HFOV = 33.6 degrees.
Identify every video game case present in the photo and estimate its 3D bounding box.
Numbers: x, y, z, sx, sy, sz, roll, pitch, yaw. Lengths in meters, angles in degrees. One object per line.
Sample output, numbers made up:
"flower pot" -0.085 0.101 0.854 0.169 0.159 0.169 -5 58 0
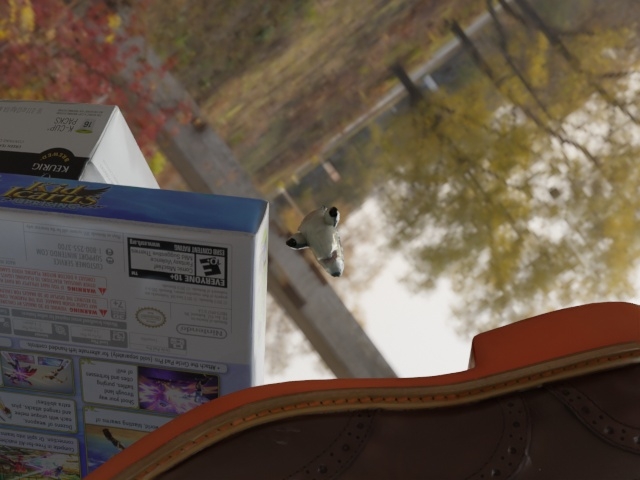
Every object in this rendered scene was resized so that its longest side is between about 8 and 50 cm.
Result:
"video game case" -0.175 0.077 0.765 0.269 0.244 0.061 6 -153 5

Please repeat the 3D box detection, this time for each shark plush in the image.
"shark plush" 0.000 0.000 1.297 0.073 0.067 0.161 -38 -169 -2

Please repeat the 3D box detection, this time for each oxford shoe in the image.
"oxford shoe" 0.018 0.102 0.338 0.271 0.098 0.097 -19 136 -10

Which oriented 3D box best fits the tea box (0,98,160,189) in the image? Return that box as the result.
"tea box" -0.314 0.072 1.174 0.220 0.329 0.324 4 -126 18
